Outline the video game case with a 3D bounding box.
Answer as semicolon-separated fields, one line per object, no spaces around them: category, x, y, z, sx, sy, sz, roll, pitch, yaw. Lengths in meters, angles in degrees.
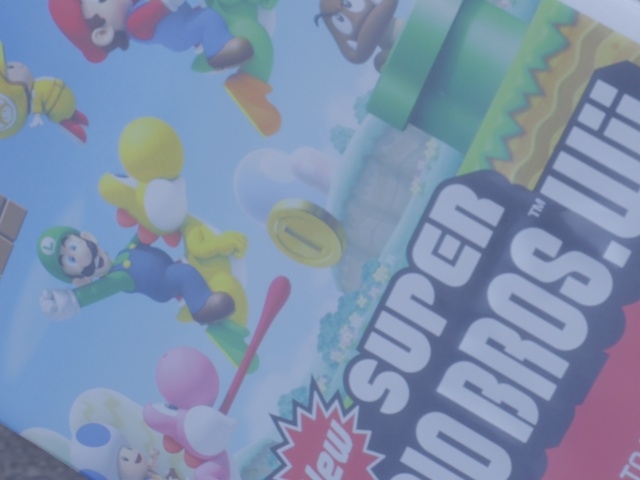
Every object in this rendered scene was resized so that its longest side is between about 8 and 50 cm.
video game case;0.000;0.000;0.499;0.204;0.285;0.025;-65;167;25
